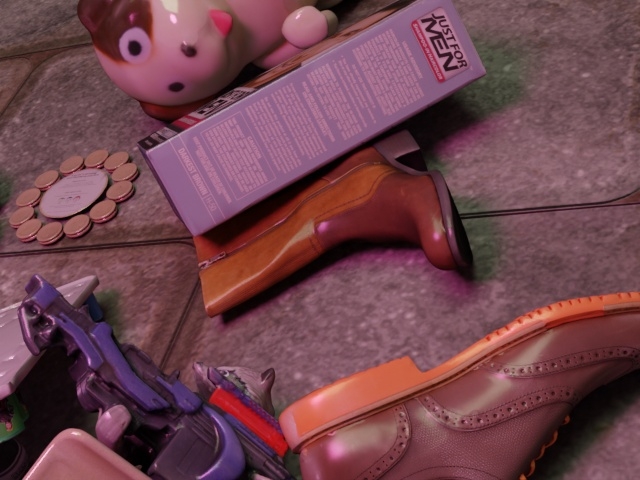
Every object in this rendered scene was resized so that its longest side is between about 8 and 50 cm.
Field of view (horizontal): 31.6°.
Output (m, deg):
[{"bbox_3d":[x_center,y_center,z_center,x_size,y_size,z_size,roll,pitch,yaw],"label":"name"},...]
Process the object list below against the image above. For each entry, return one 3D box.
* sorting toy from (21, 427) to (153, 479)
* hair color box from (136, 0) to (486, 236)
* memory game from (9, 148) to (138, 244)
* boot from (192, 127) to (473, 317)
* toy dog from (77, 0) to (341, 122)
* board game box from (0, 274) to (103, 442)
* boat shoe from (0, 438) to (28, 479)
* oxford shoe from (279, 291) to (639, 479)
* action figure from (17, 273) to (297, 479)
[{"bbox_3d":[-0.168,0.271,0.816,0.208,0.193,0.038,-53,15,-12],"label":"sorting toy"},{"bbox_3d":[-0.018,-0.151,1.307,0.374,0.113,0.185,-29,13,-7],"label":"hair color box"},{"bbox_3d":[-0.325,-0.059,1.493,0.186,0.012,0.186,-15,38,12],"label":"memory game"},{"bbox_3d":[0.000,0.000,1.185,0.280,0.096,0.264,-25,38,0],"label":"boot"},{"bbox_3d":[-0.140,-0.357,1.535,0.395,0.284,0.408,13,53,39],"label":"toy dog"},{"bbox_3d":[-0.427,0.167,1.121,0.390,0.050,0.390,-21,11,5],"label":"board game box"},{"bbox_3d":[-0.412,0.222,1.155,0.229,0.076,0.080,-7,41,21],"label":"boat shoe"},{"bbox_3d":[0.157,0.144,0.944,0.364,0.130,0.132,-20,70,-5],"label":"oxford shoe"},{"bbox_3d":[-0.169,0.203,0.938,0.330,0.341,0.178,-42,0,-33],"label":"action figure"}]
